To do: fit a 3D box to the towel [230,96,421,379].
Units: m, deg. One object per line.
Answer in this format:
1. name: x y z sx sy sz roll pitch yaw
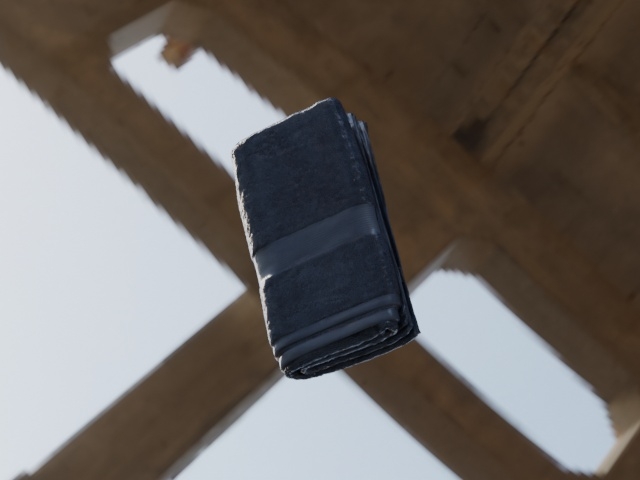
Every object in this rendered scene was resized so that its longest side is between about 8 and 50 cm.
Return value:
1. towel: 0.000 0.000 0.798 0.067 0.029 0.119 -22 -116 16
